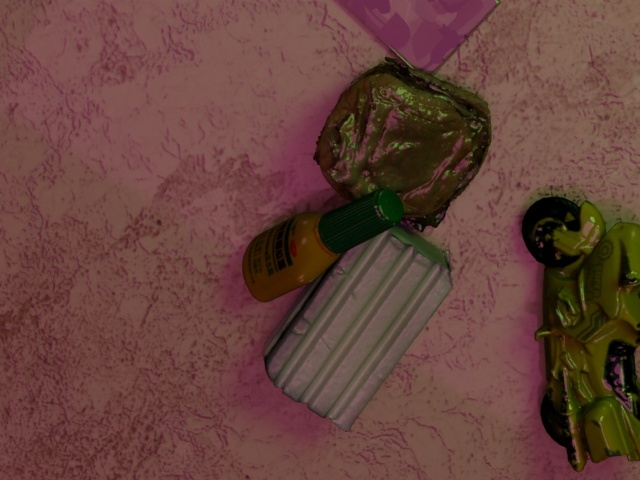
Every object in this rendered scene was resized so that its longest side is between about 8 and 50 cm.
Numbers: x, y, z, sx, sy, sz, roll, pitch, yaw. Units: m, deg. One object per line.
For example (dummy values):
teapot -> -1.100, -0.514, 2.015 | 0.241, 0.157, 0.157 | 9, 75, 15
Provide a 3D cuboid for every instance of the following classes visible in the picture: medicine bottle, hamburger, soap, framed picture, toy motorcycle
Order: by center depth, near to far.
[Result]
medicine bottle -> 0.000, 0.000, 1.490 | 0.064, 0.095, 0.260 | 23, 147, -34
hamburger -> 0.099, -0.124, 1.510 | 0.206, 0.130, 0.183 | 23, 106, -19
framed picture -> 0.104, -0.312, 1.513 | 0.201, 0.010, 0.136 | 43, 101, -5
toy motorcycle -> 0.359, 0.112, 1.521 | 0.206, 0.142, 0.342 | 4, 106, 42
soap -> 0.047, 0.093, 1.566 | 0.150, 0.094, 0.261 | 34, 101, -8
